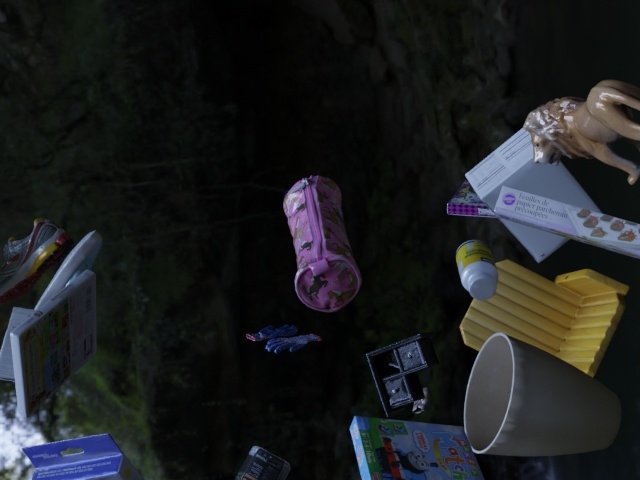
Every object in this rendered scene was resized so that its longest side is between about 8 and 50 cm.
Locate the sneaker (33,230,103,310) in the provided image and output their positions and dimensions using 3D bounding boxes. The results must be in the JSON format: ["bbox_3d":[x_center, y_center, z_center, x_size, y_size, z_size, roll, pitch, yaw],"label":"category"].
[{"bbox_3d":[-0.717,0.145,2.396,0.366,0.150,0.135,-55,17,8],"label":"sneaker"}]

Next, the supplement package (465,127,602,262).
[{"bbox_3d":[0.536,-0.116,2.050,0.262,0.204,0.145,43,-164,-26],"label":"supplement package"}]

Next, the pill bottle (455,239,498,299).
[{"bbox_3d":[0.439,0.084,2.270,0.184,0.103,0.103,-90,-10,-59],"label":"pill bottle"}]

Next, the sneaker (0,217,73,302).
[{"bbox_3d":[-0.606,0.046,1.641,0.092,0.225,0.088,47,179,5],"label":"sneaker"}]

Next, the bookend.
[{"bbox_3d":[0.209,0.313,1.907,0.072,0.156,0.157,1,-112,-56],"label":"bookend"}]

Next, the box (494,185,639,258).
[{"bbox_3d":[0.536,-0.039,1.732,0.067,0.324,0.063,37,-108,-74],"label":"box"}]

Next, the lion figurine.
[{"bbox_3d":[0.531,-0.224,1.510,0.142,0.240,0.392,-55,-5,-14],"label":"lion figurine"}]

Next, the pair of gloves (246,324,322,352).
[{"bbox_3d":[-0.103,0.266,2.211,0.198,0.159,0.023,13,106,51],"label":"pair of gloves"}]

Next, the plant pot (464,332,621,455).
[{"bbox_3d":[0.481,0.352,1.731,0.256,0.274,0.256,-166,90,-82],"label":"plant pot"}]

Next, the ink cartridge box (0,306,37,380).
[{"bbox_3d":[-0.718,0.266,2.036,0.045,0.145,0.179,109,169,-64],"label":"ink cartridge box"}]

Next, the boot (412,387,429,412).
[{"bbox_3d":[0.337,0.556,2.814,0.118,0.042,0.087,-41,21,58],"label":"boot"}]

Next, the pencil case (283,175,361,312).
[{"bbox_3d":[0.000,0.000,1.954,0.167,0.160,0.386,27,-152,-25],"label":"pencil case"}]

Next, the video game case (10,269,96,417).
[{"bbox_3d":[-0.498,0.194,1.538,0.206,0.026,0.227,-49,-21,-48],"label":"video game case"}]

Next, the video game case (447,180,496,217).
[{"bbox_3d":[0.517,-0.123,2.419,0.210,0.232,0.041,-42,-48,-55],"label":"video game case"}]

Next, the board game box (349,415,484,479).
[{"bbox_3d":[0.168,0.379,1.403,0.160,0.212,0.039,-105,29,-57],"label":"board game box"}]

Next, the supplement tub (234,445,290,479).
[{"bbox_3d":[-0.167,0.638,2.096,0.190,0.117,0.117,-60,-20,-16],"label":"supplement tub"}]

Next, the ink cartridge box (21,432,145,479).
[{"bbox_3d":[-0.584,0.638,2.074,0.307,0.304,0.072,61,-151,-27],"label":"ink cartridge box"}]

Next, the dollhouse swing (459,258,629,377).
[{"bbox_3d":[0.621,0.217,2.320,0.347,0.305,0.315,-59,5,-14],"label":"dollhouse swing"}]
